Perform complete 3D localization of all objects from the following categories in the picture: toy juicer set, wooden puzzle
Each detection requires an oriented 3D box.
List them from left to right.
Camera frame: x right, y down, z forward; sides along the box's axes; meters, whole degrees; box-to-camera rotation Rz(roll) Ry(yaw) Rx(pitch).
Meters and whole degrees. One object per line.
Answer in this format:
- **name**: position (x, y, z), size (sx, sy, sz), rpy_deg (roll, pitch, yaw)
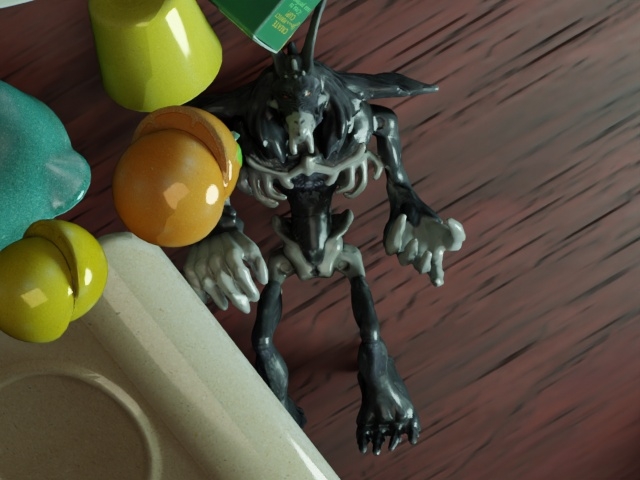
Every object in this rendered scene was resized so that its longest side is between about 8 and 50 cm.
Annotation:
- **toy juicer set**: position (-0.189, -0.010, 0.994), size (0.329, 0.209, 0.089), rpy_deg (-21, 141, -4)
- **wooden puzzle**: position (-0.148, 0.185, 1.124), size (0.348, 0.080, 0.322), rpy_deg (-30, 107, 21)

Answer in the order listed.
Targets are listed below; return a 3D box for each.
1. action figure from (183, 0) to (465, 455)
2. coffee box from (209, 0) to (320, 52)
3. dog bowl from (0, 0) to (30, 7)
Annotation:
- **action figure**: position (0.000, 0.000, 1.100), size (0.164, 0.141, 0.276), rpy_deg (-9, 111, -5)
- **coffee box**: position (-0.011, -0.209, 1.060), size (0.113, 0.040, 0.184), rpy_deg (41, 96, 20)
- **dog bowl**: position (-0.182, -0.249, 0.935), size (0.265, 0.104, 0.265), rpy_deg (-11, 127, -15)
